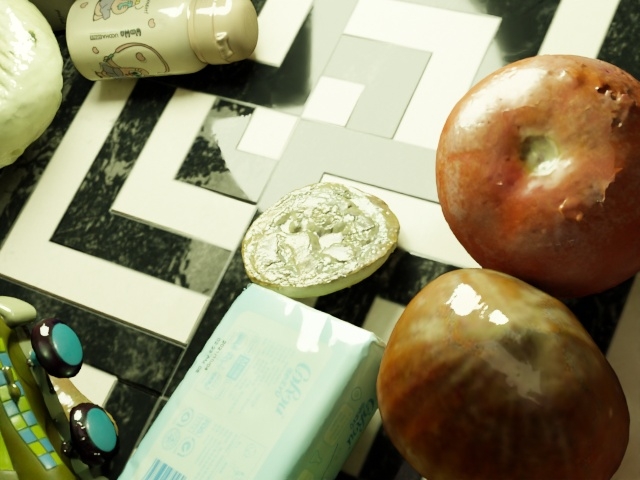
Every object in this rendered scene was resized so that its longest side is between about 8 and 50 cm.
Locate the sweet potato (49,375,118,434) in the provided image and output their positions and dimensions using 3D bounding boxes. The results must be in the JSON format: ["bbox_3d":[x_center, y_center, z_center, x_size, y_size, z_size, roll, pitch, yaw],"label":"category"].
[{"bbox_3d":[-0.362,0.112,1.066,0.385,0.109,0.109,19,72,21],"label":"sweet potato"}]

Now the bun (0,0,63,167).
[{"bbox_3d":[-0.410,-0.176,1.194,0.259,0.160,0.259,-3,80,15],"label":"bun"}]

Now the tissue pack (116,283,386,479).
[{"bbox_3d":[-0.064,0.182,0.913,0.177,0.089,0.263,18,68,42],"label":"tissue pack"}]

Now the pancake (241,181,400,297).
[{"bbox_3d":[0.000,0.000,1.010,0.158,0.028,0.158,-8,43,7],"label":"pancake"}]

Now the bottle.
[{"bbox_3d":[-0.172,-0.239,1.175,0.209,0.097,0.110,-1,45,18],"label":"bottle"}]

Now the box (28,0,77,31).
[{"bbox_3d":[-0.244,-0.389,1.196,0.297,0.225,0.190,-5,63,16],"label":"box"}]

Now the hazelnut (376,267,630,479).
[{"bbox_3d":[0.145,0.118,0.819,0.214,0.214,0.176,26,59,28],"label":"hazelnut"}]

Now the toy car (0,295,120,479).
[{"bbox_3d":[-0.316,0.177,0.894,0.204,0.198,0.247,-27,84,17],"label":"toy car"}]

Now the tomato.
[{"bbox_3d":[0.205,-0.054,0.891,0.208,0.184,0.208,-4,78,22],"label":"tomato"}]
